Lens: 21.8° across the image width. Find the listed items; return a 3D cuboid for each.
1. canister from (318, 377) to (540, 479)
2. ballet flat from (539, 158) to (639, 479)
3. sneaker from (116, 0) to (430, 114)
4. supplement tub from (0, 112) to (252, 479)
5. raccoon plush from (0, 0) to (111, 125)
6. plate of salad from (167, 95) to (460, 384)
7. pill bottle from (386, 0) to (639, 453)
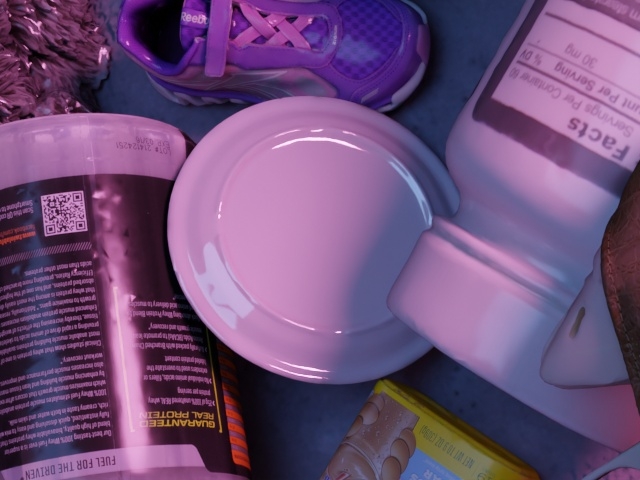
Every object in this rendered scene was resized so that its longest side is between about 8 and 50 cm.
[{"bbox_3d":[0.043,0.186,1.024,0.126,0.073,0.170,32,93,30],"label":"canister"},{"bbox_3d":[0.174,0.095,0.791,0.124,0.116,0.342,-12,91,35],"label":"ballet flat"},{"bbox_3d":[-0.043,-0.136,1.128,0.236,0.104,0.095,5,80,29],"label":"sneaker"},{"bbox_3d":[-0.150,0.092,1.082,0.193,0.193,0.316,-18,70,24],"label":"supplement tub"},{"bbox_3d":[-0.327,-0.210,1.187,0.216,0.299,0.446,-14,72,26],"label":"raccoon plush"},{"bbox_3d":[0.000,0.000,1.062,0.200,0.048,0.200,5,67,-11],"label":"plate of salad"},{"bbox_3d":[0.198,-0.077,0.923,0.204,0.204,0.361,33,96,30],"label":"pill bottle"}]
